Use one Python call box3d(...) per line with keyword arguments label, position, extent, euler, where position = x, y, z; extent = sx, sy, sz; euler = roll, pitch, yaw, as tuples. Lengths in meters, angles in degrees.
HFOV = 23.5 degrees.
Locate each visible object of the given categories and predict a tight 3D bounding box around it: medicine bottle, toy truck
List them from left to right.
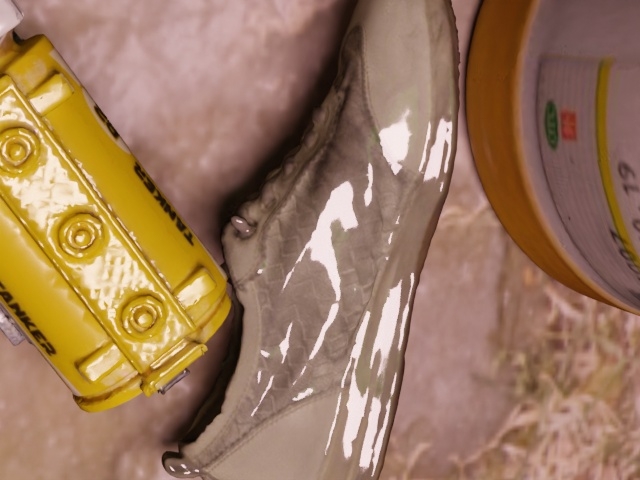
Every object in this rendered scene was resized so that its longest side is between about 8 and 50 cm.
box3d(label="toy truck", position=(-0.131, -0.038, 0.642), extent=(0.098, 0.114, 0.227), euler=(-39, 110, -12))
box3d(label="medicine bottle", position=(0.220, -0.064, 0.716), extent=(0.237, 0.232, 0.238), euler=(-4, 101, -21))

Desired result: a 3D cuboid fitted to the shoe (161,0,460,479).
box3d(label="shoe", position=(0.000, 0.000, 0.712), extent=(0.098, 0.103, 0.275), euler=(12, 94, -12))
